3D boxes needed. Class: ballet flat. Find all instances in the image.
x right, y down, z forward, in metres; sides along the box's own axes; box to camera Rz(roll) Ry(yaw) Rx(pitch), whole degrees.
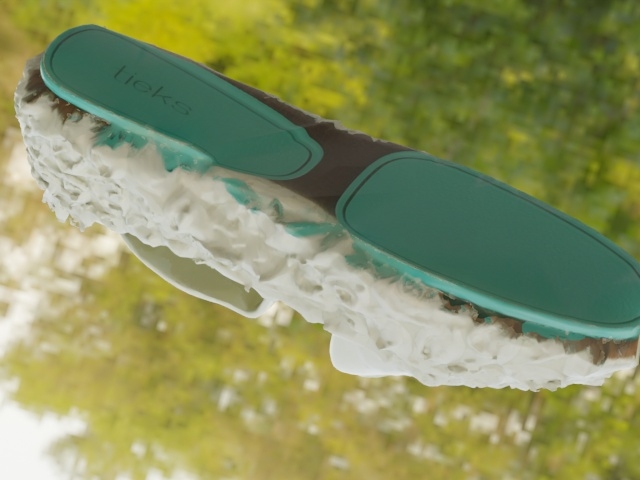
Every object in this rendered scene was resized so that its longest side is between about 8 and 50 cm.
[{"bbox_3d":[0.000,0.000,1.116,0.409,0.147,0.147,26,-174,19],"label":"ballet flat"}]
